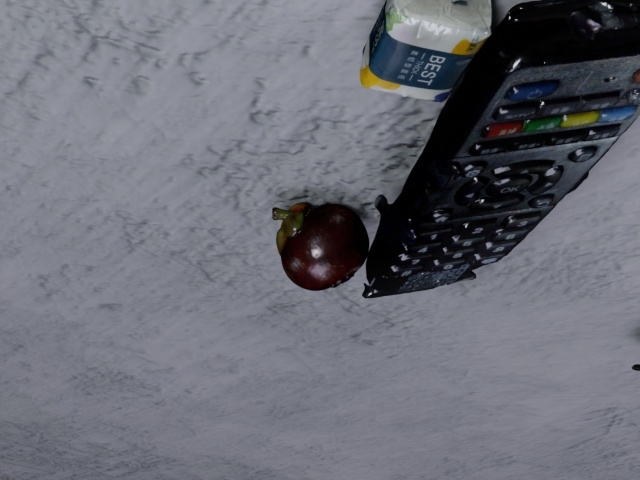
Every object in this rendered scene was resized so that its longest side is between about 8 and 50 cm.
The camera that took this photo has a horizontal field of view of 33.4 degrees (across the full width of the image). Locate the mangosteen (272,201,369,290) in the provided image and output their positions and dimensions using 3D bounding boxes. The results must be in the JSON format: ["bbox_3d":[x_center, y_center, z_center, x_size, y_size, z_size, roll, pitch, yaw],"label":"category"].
[{"bbox_3d":[0.002,0.003,0.914,0.081,0.081,0.081,5,156,2],"label":"mangosteen"}]

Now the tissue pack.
[{"bbox_3d":[0.063,-0.123,0.656,0.062,0.042,0.083,11,154,-10],"label":"tissue pack"}]

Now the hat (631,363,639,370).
[{"bbox_3d":[0.381,0.118,1.107,0.121,0.050,0.121,4,162,1],"label":"hat"}]

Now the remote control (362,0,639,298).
[{"bbox_3d":[0.122,-0.050,0.753,0.145,0.062,0.399,-9,161,-14],"label":"remote control"}]
